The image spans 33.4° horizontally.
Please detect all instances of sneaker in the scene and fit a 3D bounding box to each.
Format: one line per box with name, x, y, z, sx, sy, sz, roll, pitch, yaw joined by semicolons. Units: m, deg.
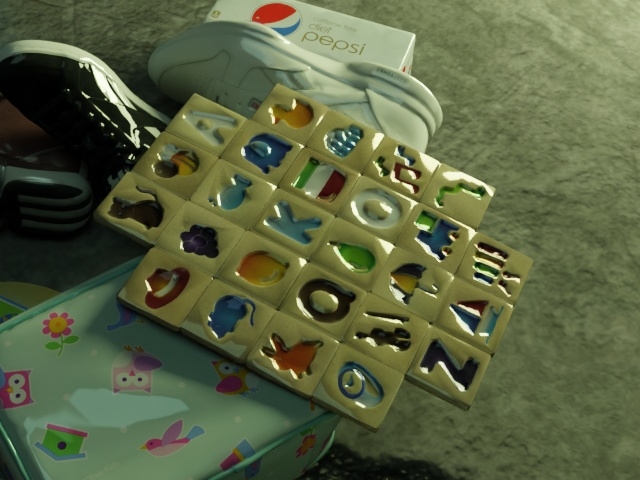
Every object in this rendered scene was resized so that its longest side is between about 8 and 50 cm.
sneaker;-0.200;-0.091;0.973;0.079;0.217;0.121;-36;50;24
sneaker;-0.042;-0.123;1.049;0.305;0.114;0.152;16;64;14
sneaker;-0.351;-0.097;1.040;0.281;0.106;0.163;11;49;-7

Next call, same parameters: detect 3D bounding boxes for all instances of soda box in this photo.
soda box;-0.013;-0.201;1.133;0.216;0.069;0.074;18;57;10

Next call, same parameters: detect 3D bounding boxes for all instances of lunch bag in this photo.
lunch bag;-0.127;0.119;0.859;0.279;0.108;0.224;-25;61;-28

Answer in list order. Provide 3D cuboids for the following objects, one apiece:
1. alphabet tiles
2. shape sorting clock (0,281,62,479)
alphabet tiles;0.000;0.000;0.902;0.342;0.011;0.285;27;52;6
shape sorting clock;-0.273;0.127;0.908;0.206;0.040;0.206;7;59;-11
